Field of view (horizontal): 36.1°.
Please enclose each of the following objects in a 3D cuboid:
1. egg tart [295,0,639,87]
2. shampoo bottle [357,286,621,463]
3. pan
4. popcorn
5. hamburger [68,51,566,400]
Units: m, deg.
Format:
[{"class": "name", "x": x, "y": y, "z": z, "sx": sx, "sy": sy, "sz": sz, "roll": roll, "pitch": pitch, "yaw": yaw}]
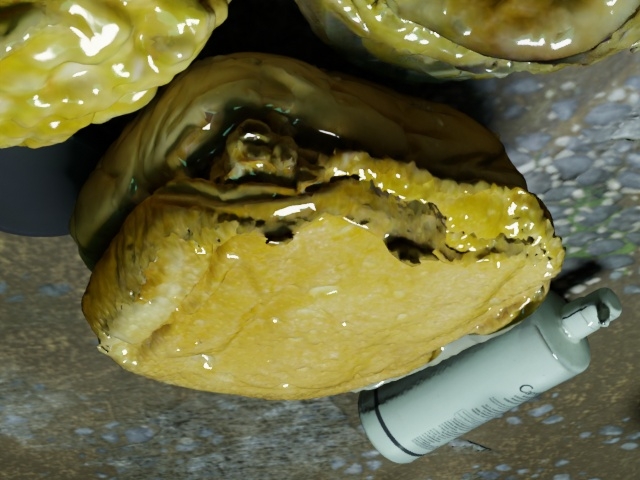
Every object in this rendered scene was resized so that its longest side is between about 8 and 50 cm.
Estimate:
[{"class": "egg tart", "x": 0.115, "y": -0.172, "z": 0.482, "sx": 0.296, "sy": 0.132, "sz": 0.297, "roll": -5, "pitch": 137, "yaw": -4}, {"class": "shampoo bottle", "x": 0.152, "y": 0.113, "z": 0.876, "sx": 0.085, "sy": 0.085, "sz": 0.262, "roll": 28, "pitch": 131, "yaw": -35}, {"class": "pan", "x": -0.230, "y": -0.066, "z": 0.650, "sx": 0.136, "sy": 0.028, "sz": 0.235, "roll": -31, "pitch": 135, "yaw": 29}, {"class": "popcorn", "x": -0.137, "y": -0.128, "z": 0.497, "sx": 0.194, "sy": 0.140, "sz": 0.163, "roll": -16, "pitch": 146, "yaw": 11}, {"class": "hamburger", "x": 0.000, "y": 0.000, "z": 0.634, "sx": 0.318, "sy": 0.158, "sz": 0.319, "roll": -5, "pitch": 157, "yaw": -2}]
